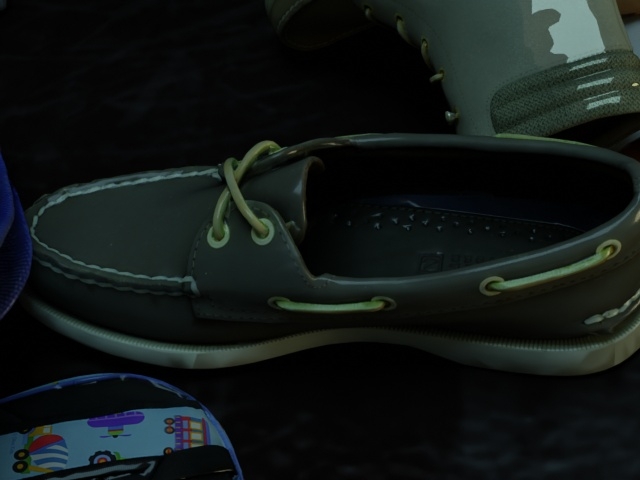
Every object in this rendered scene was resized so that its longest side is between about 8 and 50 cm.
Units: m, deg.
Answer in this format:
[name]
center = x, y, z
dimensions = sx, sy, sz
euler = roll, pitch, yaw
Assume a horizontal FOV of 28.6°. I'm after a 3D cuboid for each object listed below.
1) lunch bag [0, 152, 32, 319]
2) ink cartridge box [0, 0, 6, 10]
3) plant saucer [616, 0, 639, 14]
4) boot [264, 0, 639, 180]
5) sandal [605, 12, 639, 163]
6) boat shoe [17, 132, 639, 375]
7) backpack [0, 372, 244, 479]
[lunch bag]
center = -0.295, -0.004, 0.470
dimensions = 0.328, 0.239, 0.385
euler = -27, 11, -7
[ink cartridge box]
center = -0.326, -0.187, 0.804
dimensions = 0.225, 0.056, 0.181
euler = -16, 49, -10
[plant saucer]
center = 0.190, -0.179, 0.694
dimensions = 0.200, 0.037, 0.200
euler = -18, 25, 8
[boot]
center = 0.063, -0.098, 0.652
dimensions = 0.213, 0.077, 0.165
euler = -21, 75, 38
[sandal]
center = 0.194, -0.101, 0.652
dimensions = 0.102, 0.076, 0.265
euler = 2, 49, 9
[boat shoe]
center = 0.001, -0.004, 0.577
dimensions = 0.305, 0.091, 0.109
euler = 2, 49, 8
[backpack]
center = -0.104, 0.134, 0.450
dimensions = 0.173, 0.117, 0.158
euler = -18, 49, -9
